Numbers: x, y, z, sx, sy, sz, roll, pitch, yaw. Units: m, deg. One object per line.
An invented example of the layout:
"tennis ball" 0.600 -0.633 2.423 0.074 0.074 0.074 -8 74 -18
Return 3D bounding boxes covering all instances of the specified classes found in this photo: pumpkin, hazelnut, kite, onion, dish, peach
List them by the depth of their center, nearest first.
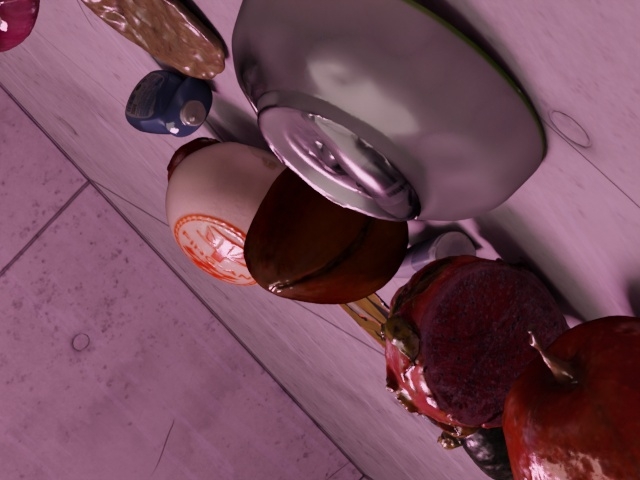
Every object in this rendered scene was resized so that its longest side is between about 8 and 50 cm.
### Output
"dish" 0.038 -0.106 1.490 0.324 0.124 0.324 29 161 11
"hazelnut" 0.000 0.000 1.955 0.208 0.208 0.208 40 169 10
"pumpkin" 0.233 0.243 2.231 0.211 0.152 0.211 45 168 13
"onion" -0.480 -0.388 2.327 0.230 0.163 0.230 17 115 41
"peach" -0.145 -0.088 2.389 0.172 0.092 0.127 37 -157 2
"kite" 0.057 0.101 2.665 0.327 0.013 0.377 36 168 30

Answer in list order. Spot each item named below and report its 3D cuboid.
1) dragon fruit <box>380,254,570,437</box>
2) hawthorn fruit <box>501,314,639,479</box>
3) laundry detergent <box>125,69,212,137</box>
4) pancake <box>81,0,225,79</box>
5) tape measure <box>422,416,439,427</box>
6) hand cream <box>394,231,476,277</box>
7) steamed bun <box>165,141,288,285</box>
"dragon fruit" 0.174 0.118 1.824 0.282 0.211 0.147 6 -179 -28
"hawthorn fruit" 0.280 0.171 1.588 0.242 0.242 0.271 27 162 53
"laundry detergent" -0.209 -0.190 2.248 0.061 0.096 0.206 44 170 -25
"pancake" -0.211 -0.287 2.027 0.242 0.050 0.242 32 170 7
"tape measure" 0.172 0.143 1.995 0.107 0.182 0.181 5 149 16
"hand cream" 0.132 0.025 1.999 0.079 0.048 0.255 -1 173 -12
"steamed bun" -0.115 -0.022 2.253 0.232 0.145 0.232 15 146 11
